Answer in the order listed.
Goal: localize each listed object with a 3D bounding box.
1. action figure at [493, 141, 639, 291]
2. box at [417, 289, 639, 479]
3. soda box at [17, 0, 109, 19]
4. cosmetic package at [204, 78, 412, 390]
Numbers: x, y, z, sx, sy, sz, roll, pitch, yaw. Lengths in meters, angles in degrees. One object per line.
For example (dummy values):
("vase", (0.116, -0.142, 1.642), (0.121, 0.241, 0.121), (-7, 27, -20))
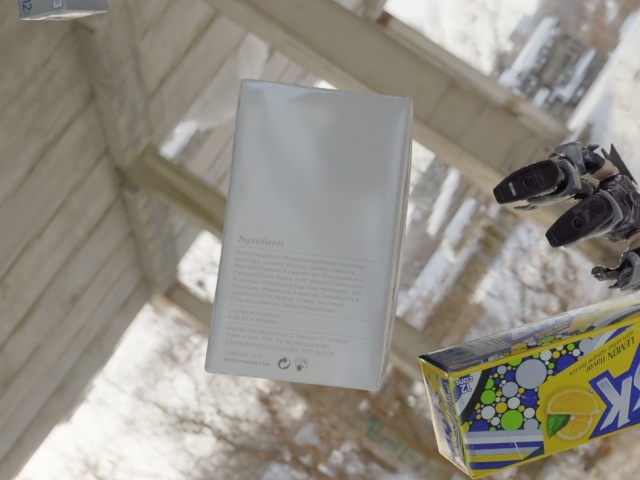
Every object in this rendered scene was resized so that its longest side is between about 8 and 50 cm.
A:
("action figure", (0.309, -0.037, 1.453), (0.099, 0.185, 0.285), (-40, -22, 22))
("box", (0.142, 0.068, 0.670), (0.169, 0.059, 0.054), (-15, 10, -11))
("soda box", (-0.373, -0.453, 1.772), (0.098, 0.091, 0.286), (-14, -81, -59))
("cosmetic package", (0.000, 0.000, 1.052), (0.224, 0.138, 0.224), (31, -115, -85))
